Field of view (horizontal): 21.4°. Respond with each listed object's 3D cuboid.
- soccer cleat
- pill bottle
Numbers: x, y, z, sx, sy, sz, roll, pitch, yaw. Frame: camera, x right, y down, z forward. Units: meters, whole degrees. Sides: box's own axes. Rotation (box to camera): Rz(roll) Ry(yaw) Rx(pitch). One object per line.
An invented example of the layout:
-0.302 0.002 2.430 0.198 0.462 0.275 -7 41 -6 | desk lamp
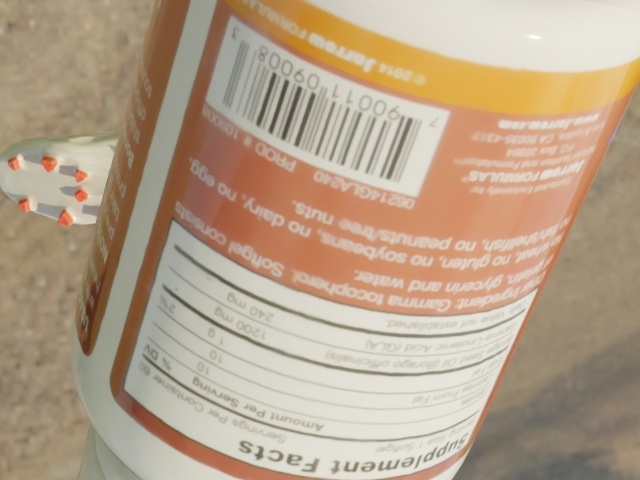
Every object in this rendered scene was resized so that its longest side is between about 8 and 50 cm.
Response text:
-0.141 -0.052 1.242 0.196 0.076 0.068 1 121 17 | soccer cleat
0.000 0.000 0.459 0.121 0.121 0.216 1 128 -26 | pill bottle
